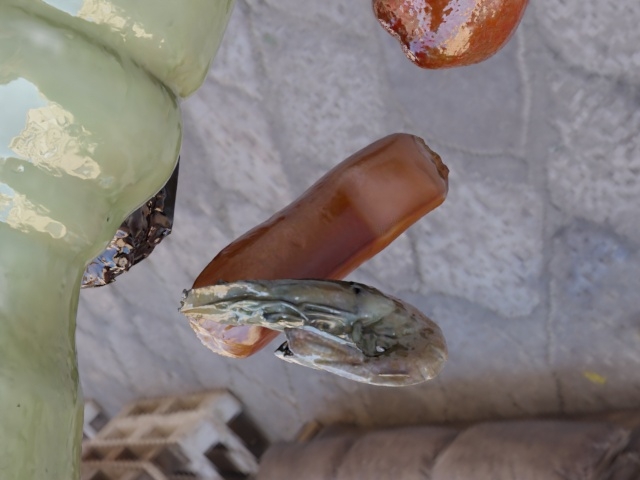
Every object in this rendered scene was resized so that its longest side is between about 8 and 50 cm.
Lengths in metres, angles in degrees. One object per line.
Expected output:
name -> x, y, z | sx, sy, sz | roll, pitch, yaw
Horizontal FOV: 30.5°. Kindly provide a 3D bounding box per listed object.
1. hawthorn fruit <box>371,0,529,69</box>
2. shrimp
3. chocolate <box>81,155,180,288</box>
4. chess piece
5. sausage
hawthorn fruit -> 0.116, -0.217, 0.994 | 0.133, 0.133, 0.138 | 47, 124, -6
shrimp -> -0.001, 0.071, 0.927 | 0.126, 0.223, 0.047 | -113, 36, -57
chocolate -> -0.254, -0.024, 1.185 | 0.177, 0.224, 0.206 | -124, 40, -71
chess piece -> -0.183, 0.027, 0.593 | 0.234, 0.442, 0.234 | 16, 167, 4
sausage -> 0.000, 0.000, 1.068 | 0.089, 0.300, 0.083 | 44, 151, 18
